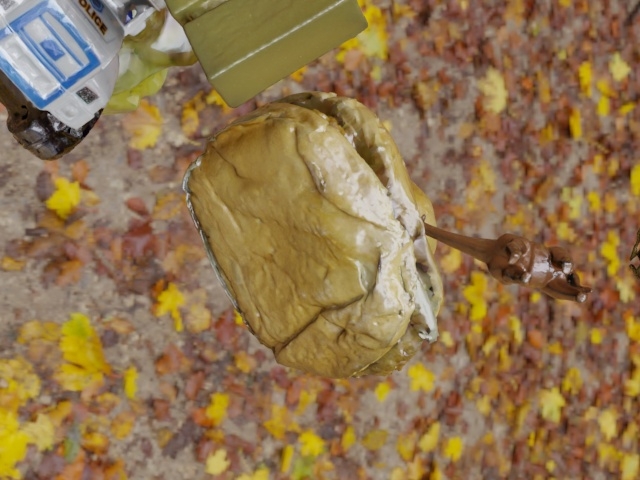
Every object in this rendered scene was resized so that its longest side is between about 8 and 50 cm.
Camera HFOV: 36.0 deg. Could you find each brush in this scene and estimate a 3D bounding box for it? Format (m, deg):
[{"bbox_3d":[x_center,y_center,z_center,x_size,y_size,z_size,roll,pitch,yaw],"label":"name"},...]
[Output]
[{"bbox_3d":[0.017,-0.184,0.600,0.103,0.233,0.047,63,6,19],"label":"brush"}]

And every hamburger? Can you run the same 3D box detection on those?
[{"bbox_3d":[-0.001,-0.001,0.961,0.145,0.259,0.283,-23,98,-43],"label":"hamburger"}]

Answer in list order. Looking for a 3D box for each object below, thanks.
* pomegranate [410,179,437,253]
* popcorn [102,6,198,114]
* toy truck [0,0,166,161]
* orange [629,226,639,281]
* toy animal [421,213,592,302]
[{"bbox_3d":[0.062,-0.010,1.495,0.233,0.233,0.233,-1,91,-46],"label":"pomegranate"},{"bbox_3d":[-0.244,-0.270,1.003,0.293,0.237,0.293,-14,117,-29],"label":"popcorn"},{"bbox_3d":[-0.194,-0.185,0.735,0.177,0.213,0.161,-32,125,8],"label":"toy truck"},{"bbox_3d":[0.436,0.032,1.106,0.112,0.160,0.170,-46,118,-19],"label":"orange"},{"bbox_3d":[0.220,0.016,1.262,0.224,0.229,0.066,15,98,-8],"label":"toy animal"}]
